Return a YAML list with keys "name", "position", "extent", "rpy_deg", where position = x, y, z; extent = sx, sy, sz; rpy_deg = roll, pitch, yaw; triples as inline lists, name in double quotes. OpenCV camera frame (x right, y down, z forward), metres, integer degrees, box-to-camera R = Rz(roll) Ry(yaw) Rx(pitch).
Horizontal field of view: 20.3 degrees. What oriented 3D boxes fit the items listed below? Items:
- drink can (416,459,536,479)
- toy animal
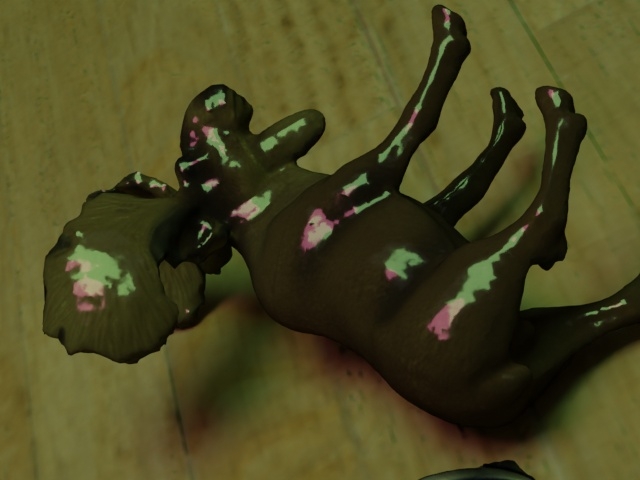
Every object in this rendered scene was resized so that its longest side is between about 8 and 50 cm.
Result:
- name: "drink can"
  position: [0.077, 0.152, 0.409]
  extent: [0.097, 0.097, 0.235]
  rpy_deg: [-36, 37, -4]
- name: "toy animal"
  position: [0.000, 0.000, 0.641]
  extent: [0.186, 0.094, 0.214]
  rpy_deg: [-45, 46, -3]
